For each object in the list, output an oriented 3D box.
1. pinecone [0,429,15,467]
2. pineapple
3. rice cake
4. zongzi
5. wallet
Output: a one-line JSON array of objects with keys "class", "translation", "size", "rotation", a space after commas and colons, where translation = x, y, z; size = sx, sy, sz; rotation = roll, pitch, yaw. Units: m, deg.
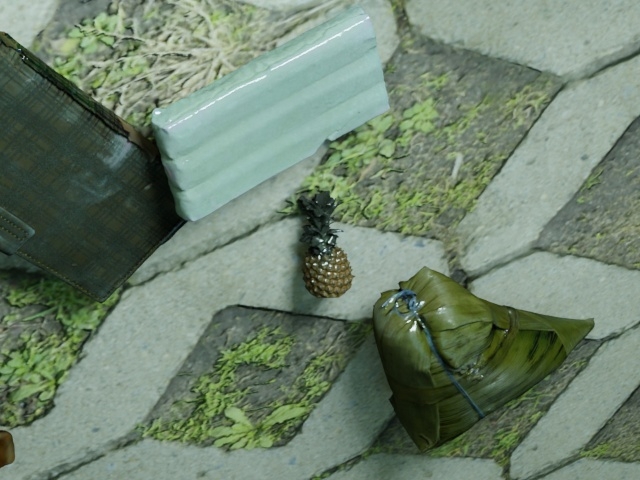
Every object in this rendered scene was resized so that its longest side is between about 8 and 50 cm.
[{"class": "pinecone", "translation": [-0.421, 0.354, 1.225], "size": [0.384, 0.384, 0.384], "rotation": [-15, 133, -16]}, {"class": "pineapple", "translation": [0.000, 0.000, 1.361], "size": [0.058, 0.058, 0.124], "rotation": [-18, 120, -12]}, {"class": "rice cake", "translation": [-0.043, -0.116, 1.213], "size": [0.237, 0.043, 0.127], "rotation": [-28, 133, -14]}, {"class": "zongzi", "translation": [0.196, 0.095, 1.487], "size": [0.274, 0.125, 0.250], "rotation": [-26, 142, -8]}, {"class": "wallet", "translation": [-0.254, -0.066, 1.165], "size": [0.169, 0.044, 0.317], "rotation": [-45, 136, 8]}]
